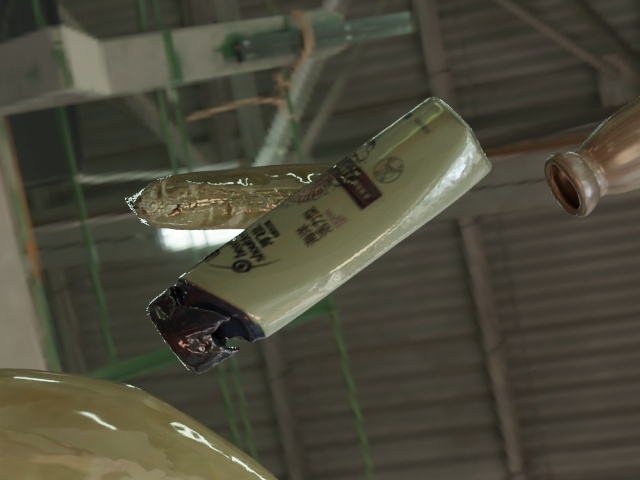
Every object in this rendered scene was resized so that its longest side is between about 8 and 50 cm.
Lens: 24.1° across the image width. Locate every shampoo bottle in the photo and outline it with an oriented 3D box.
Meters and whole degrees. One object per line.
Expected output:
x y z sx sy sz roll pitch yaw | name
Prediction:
0.000 0.000 1.474 0.078 0.359 0.134 57 -5 -35 | shampoo bottle

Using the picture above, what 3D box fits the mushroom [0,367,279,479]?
-0.080 0.163 0.430 0.246 0.202 0.246 -4 -104 15 | mushroom

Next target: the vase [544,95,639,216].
0.191 -0.055 0.933 0.053 0.101 0.053 55 -14 21 | vase

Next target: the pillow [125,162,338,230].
-0.068 -0.049 1.716 0.185 0.302 0.075 -170 -103 -79 | pillow
